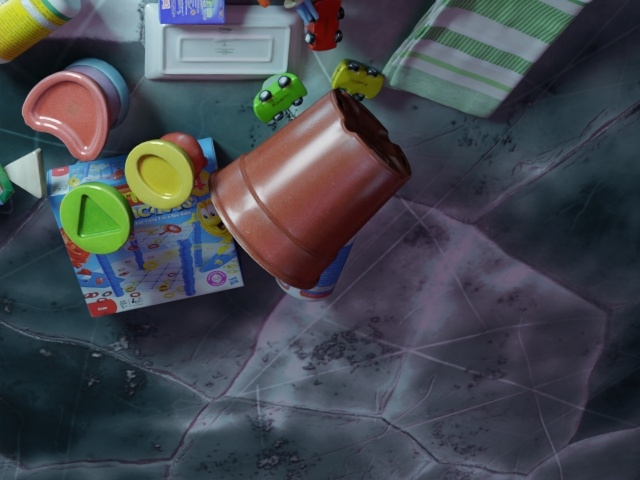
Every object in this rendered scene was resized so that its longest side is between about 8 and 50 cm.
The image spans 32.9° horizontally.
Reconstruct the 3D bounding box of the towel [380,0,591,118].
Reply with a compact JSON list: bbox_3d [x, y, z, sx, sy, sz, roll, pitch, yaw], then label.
[{"bbox_3d":[0.282,-0.349,1.880,0.248,0.038,0.325,14,138,-23],"label":"towel"}]

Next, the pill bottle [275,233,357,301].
[{"bbox_3d":[0.000,0.000,2.093,0.124,0.124,0.221,10,126,-19],"label":"pill bottle"}]

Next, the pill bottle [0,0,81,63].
[{"bbox_3d":[-0.493,-0.353,1.708,0.208,0.117,0.117,-30,128,13],"label":"pill bottle"}]

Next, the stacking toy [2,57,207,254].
[{"bbox_3d":[-0.369,-0.146,1.869,0.309,0.130,0.279,42,119,-6],"label":"stacking toy"}]

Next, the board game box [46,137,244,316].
[{"bbox_3d":[-0.320,-0.020,2.033,0.308,0.086,0.302,-12,130,-2],"label":"board game box"}]

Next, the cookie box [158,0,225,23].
[{"bbox_3d":[-0.211,-0.402,1.767,0.107,0.040,0.091,-2,114,-11],"label":"cookie box"}]

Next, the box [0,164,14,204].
[{"bbox_3d":[-0.626,-0.119,1.869,0.179,0.043,0.105,8,136,28],"label":"box"}]

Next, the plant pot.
[{"bbox_3d":[-0.005,-0.102,1.865,0.265,0.272,0.272,-41,125,19],"label":"plant pot"}]

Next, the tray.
[{"bbox_3d":[-0.163,-0.332,1.853,0.270,0.030,0.145,-2,128,-11],"label":"tray"}]

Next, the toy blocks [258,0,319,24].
[{"bbox_3d":[-0.076,-0.409,1.752,0.123,0.054,0.148,-3,131,44],"label":"toy blocks"}]

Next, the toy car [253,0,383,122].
[{"bbox_3d":[-0.026,-0.290,1.870,0.225,0.053,0.239,-35,135,2],"label":"toy car"}]
